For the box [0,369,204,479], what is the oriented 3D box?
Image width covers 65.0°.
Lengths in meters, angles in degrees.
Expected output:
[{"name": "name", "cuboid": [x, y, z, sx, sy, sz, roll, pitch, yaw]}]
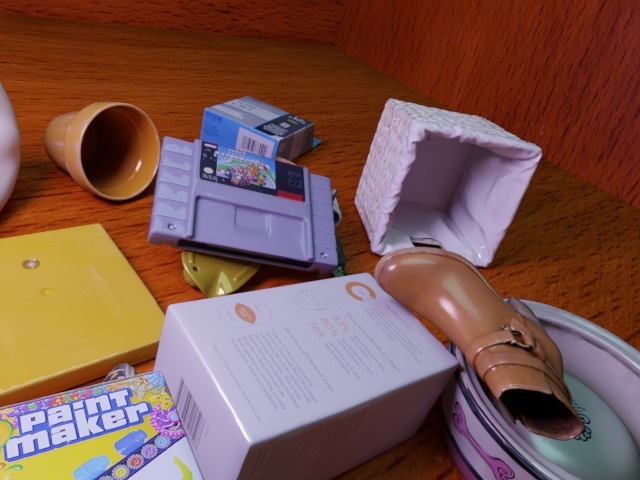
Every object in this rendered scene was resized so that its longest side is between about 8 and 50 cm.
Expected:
[{"name": "box", "cuboid": [-0.163, 0.305, 0.341, 0.176, 0.290, 0.279, -7, 38, -32]}]

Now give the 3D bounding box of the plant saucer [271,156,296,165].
[{"name": "plant saucer", "cuboid": [-0.079, -0.164, 1.158, 0.083, 0.015, 0.083, 23, 26, -12]}]

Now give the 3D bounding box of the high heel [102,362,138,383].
[{"name": "high heel", "cuboid": [-0.297, 0.245, 0.593, 0.186, 0.093, 0.261, -22, 26, -13]}]

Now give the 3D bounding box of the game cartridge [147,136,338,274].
[{"name": "game cartridge", "cuboid": [-0.137, -0.070, 0.972, 0.354, 0.068, 0.230, 11, 59, -23]}]

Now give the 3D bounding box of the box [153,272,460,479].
[{"name": "box", "cuboid": [-0.019, 0.188, 0.684, 0.345, 0.168, 0.215, -6, 38, -39]}]

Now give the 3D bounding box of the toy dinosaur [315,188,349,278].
[{"name": "toy dinosaur", "cuboid": [0.000, 0.000, 1.082, 0.118, 0.064, 0.268, 3, 58, -19]}]

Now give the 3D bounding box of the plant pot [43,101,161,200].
[{"name": "plant pot", "cuboid": [-0.494, -0.206, 1.104, 0.187, 0.205, 0.205, 16, 28, 29]}]

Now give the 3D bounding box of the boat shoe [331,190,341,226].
[{"name": "boat shoe", "cuboid": [-0.111, -0.073, 1.134, 0.366, 0.136, 0.156, 9, 34, -31]}]

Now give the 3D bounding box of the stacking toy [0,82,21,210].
[{"name": "stacking toy", "cuboid": [-0.823, -0.178, 0.852, 0.479, 0.351, 0.351, 2, 30, 9]}]

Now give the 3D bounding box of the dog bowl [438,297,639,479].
[{"name": "dog bowl", "cuboid": [0.369, 0.276, 0.774, 0.407, 0.151, 0.408, 13, 32, -8]}]

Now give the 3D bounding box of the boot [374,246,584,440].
[{"name": "boot", "cuboid": [0.202, 0.132, 0.669, 0.283, 0.109, 0.220, 31, 27, -11]}]

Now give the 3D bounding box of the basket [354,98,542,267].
[{"name": "basket", "cuboid": [0.286, -0.148, 1.235, 0.328, 0.332, 0.266, 7, 31, -17]}]

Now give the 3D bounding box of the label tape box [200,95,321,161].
[{"name": "label tape box", "cuboid": [-0.162, -0.347, 1.543, 0.249, 0.115, 0.348, 25, 34, 13]}]

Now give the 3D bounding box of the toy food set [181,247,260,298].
[{"name": "toy food set", "cuboid": [-0.189, 0.040, 0.973, 0.128, 0.071, 0.218, 46, 37, 2]}]

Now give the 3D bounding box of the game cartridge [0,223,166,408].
[{"name": "game cartridge", "cuboid": [-0.425, 0.099, 0.782, 0.285, 0.053, 0.323, -14, 45, -40]}]
